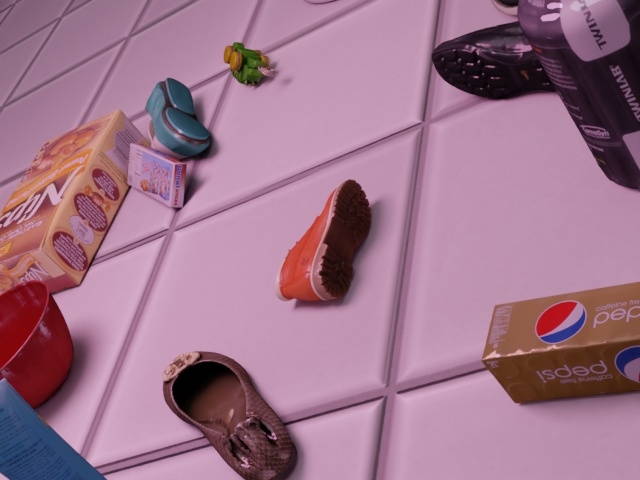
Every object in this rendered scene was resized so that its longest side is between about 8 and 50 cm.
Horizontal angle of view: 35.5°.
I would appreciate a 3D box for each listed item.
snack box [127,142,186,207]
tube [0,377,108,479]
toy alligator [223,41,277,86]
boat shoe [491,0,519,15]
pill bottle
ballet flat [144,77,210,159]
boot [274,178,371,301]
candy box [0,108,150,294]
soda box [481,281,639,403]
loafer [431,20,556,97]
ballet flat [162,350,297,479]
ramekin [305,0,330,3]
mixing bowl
[{"bbox_3d":[-0.241,-0.097,1.459,0.178,0.022,0.064,25,111,56],"label":"snack box"},{"bbox_3d":[-0.254,0.211,0.927,0.080,0.207,0.052,-35,32,4],"label":"tube"},{"bbox_3d":[-0.110,-0.262,1.545,0.190,0.056,0.051,-130,49,-58],"label":"toy alligator"},{"bbox_3d":[0.254,-0.416,1.290,0.127,0.113,0.340,-19,36,31],"label":"boat shoe"},{"bbox_3d":[0.251,-0.169,0.845,0.130,0.246,0.130,-27,33,20],"label":"pill bottle"},{"bbox_3d":[-0.224,-0.169,1.531,0.087,0.083,0.247,-57,26,18],"label":"ballet flat"},{"bbox_3d":[0.000,0.000,1.080,0.084,0.059,0.158,-16,39,41],"label":"boot"},{"bbox_3d":[-0.401,-0.050,1.538,0.183,0.087,0.316,-18,37,32],"label":"candy box"},{"bbox_3d":[0.216,0.075,0.745,0.181,0.061,0.058,-13,40,37],"label":"soda box"},{"bbox_3d":[0.222,-0.204,1.094,0.223,0.076,0.078,7,49,45],"label":"loafer"},{"bbox_3d":[-0.100,0.159,0.975,0.084,0.058,0.250,-43,31,-8],"label":"ballet flat"},{"bbox_3d":[0.045,-0.523,1.640,0.273,0.127,0.273,-27,33,20],"label":"ramekin"},{"bbox_3d":[-0.376,0.149,1.244,0.181,0.098,0.181,-26,33,19],"label":"mixing bowl"}]
